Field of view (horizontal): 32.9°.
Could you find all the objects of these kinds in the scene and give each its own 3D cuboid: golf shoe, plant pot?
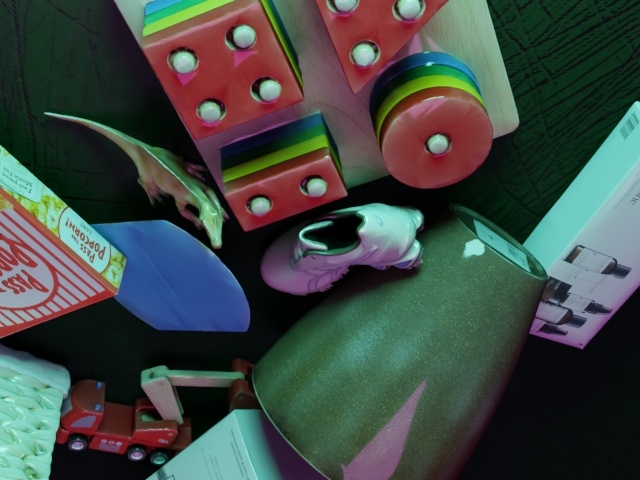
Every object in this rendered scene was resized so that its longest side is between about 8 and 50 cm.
[{"bbox_3d":[0.000,0.000,0.917,0.176,0.069,0.086,-18,158,39],"label":"golf shoe"},{"bbox_3d":[0.092,0.088,0.973,0.215,0.215,0.230,28,108,-29],"label":"plant pot"}]

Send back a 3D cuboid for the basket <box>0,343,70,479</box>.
[{"bbox_3d":[-0.451,0.241,0.971,0.331,0.266,0.328,28,124,-27],"label":"basket"}]

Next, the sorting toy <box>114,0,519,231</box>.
[{"bbox_3d":[0.009,-0.125,0.823,0.255,0.089,0.257,-19,131,8],"label":"sorting toy"}]

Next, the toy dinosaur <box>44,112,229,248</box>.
[{"bbox_3d":[-0.129,-0.058,0.874,0.053,0.183,0.092,-51,163,-6],"label":"toy dinosaur"}]

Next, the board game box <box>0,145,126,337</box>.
[{"bbox_3d":[-0.281,-0.004,0.902,0.147,0.045,0.193,-21,133,27],"label":"board game box"}]

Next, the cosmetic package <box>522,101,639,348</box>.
[{"bbox_3d":[0.263,-0.005,0.990,0.099,0.060,0.239,15,128,-22],"label":"cosmetic package"}]

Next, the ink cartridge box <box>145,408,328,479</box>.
[{"bbox_3d":[-0.084,0.261,1.113,0.160,0.092,0.219,8,140,-46],"label":"ink cartridge box"}]

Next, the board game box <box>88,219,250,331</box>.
[{"bbox_3d":[-0.131,0.023,0.952,0.169,0.033,0.133,-3,131,38],"label":"board game box"}]

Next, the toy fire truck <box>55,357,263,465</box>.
[{"bbox_3d":[-0.159,0.166,1.089,0.192,0.047,0.135,15,128,-21],"label":"toy fire truck"}]
